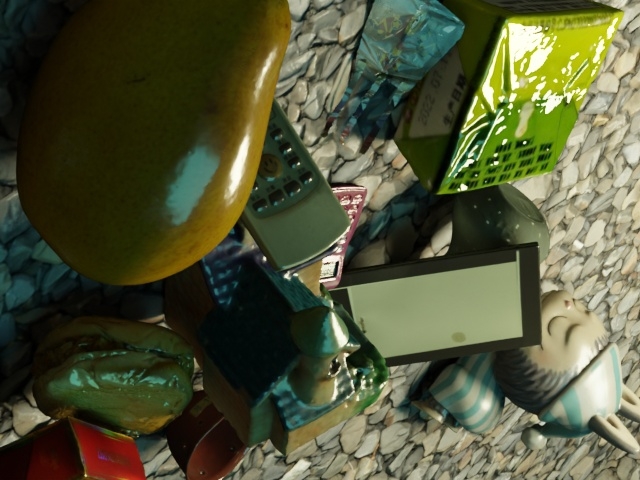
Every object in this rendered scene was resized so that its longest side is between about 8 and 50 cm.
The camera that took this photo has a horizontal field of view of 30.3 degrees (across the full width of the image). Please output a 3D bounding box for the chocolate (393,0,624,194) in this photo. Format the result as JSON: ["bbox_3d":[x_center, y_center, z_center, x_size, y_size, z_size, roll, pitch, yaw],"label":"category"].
[{"bbox_3d":[0.273,-0.233,1.762,0.301,0.137,0.289,-12,133,-42],"label":"chocolate"}]

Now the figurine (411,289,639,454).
[{"bbox_3d":[0.431,0.295,2.246,0.361,0.377,0.266,-51,146,2],"label":"figurine"}]

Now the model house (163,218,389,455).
[{"bbox_3d":[-0.055,0.071,1.537,0.245,0.312,0.280,-23,145,-27],"label":"model house"}]

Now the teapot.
[{"bbox_3d":[0.255,0.024,1.980,0.183,0.183,0.251,7,130,-50],"label":"teapot"}]

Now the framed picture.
[{"bbox_3d":[0.192,0.115,1.946,0.347,0.016,0.265,-10,137,4],"label":"framed picture"}]

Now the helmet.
[{"bbox_3d":[-0.168,0.280,1.808,0.175,0.106,0.155,-36,146,-25],"label":"helmet"}]

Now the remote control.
[{"bbox_3d":[-0.078,-0.104,1.401,0.123,0.285,0.038,-30,178,-26],"label":"remote control"}]

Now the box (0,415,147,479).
[{"bbox_3d":[-0.400,0.336,1.500,0.313,0.089,0.197,-26,156,7],"label":"box"}]

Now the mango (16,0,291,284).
[{"bbox_3d":[-0.176,-0.135,1.259,0.378,0.264,0.221,-59,173,11],"label":"mango"}]

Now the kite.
[{"bbox_3d":[0.089,-0.231,1.625,0.141,0.015,0.245,23,113,-22],"label":"kite"}]

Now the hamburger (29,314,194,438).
[{"bbox_3d":[-0.269,0.177,1.528,0.213,0.108,0.214,1,147,0],"label":"hamburger"}]

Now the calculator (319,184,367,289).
[{"bbox_3d":[0.000,0.000,1.784,0.126,0.034,0.190,-5,122,-44],"label":"calculator"}]
